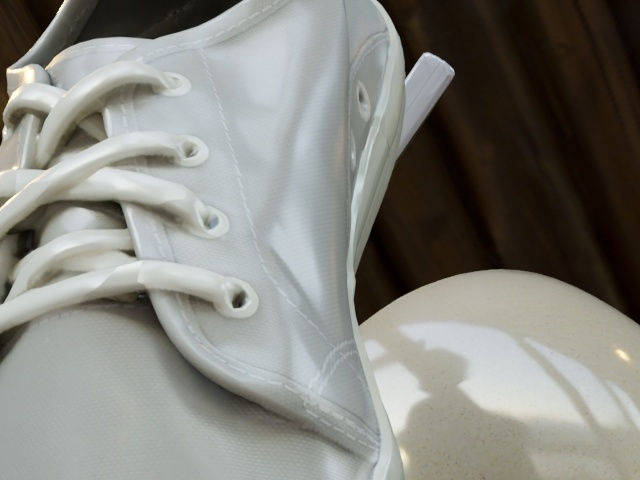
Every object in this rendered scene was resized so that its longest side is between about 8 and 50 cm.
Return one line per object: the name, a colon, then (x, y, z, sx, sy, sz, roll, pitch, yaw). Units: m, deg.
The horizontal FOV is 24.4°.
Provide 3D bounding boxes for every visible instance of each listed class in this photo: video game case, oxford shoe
video game case: (0.000, 0.000, 0.864, 0.023, 0.212, 0.193, 34, -102, 1)
oxford shoe: (-0.059, 0.019, 0.473, 0.169, 0.449, 0.130, -14, -52, 20)

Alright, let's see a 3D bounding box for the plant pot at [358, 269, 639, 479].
plant pot: (0.125, 0.173, 0.728, 0.284, 0.191, 0.284, -9, -73, -30)
